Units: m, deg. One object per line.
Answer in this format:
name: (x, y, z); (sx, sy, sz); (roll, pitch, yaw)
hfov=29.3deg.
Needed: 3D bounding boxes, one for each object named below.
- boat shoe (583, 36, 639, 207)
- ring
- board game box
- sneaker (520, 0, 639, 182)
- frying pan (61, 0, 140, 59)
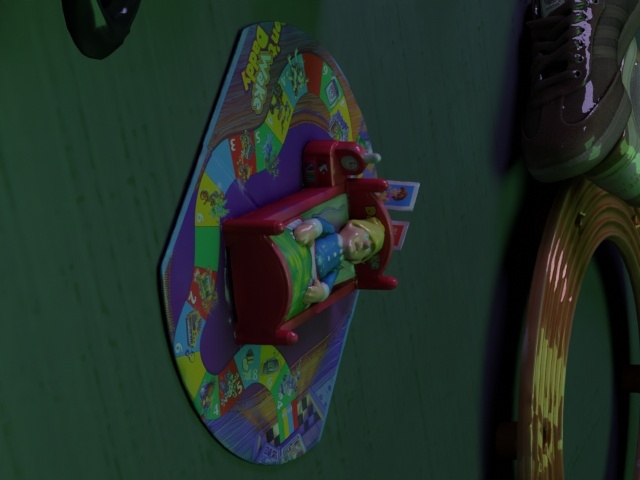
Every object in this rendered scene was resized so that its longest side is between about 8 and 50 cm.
boat shoe: (0.184, -0.078, 0.753); (0.048, 0.056, 0.153); (40, 32, -20)
ring: (0.178, 0.107, 0.803); (0.336, 0.032, 0.336); (2, 88, -63)
board game box: (0.000, 0.000, 0.462); (0.133, 0.033, 0.168); (52, 45, -50)
sneaker: (0.142, -0.114, 0.717); (0.071, 0.066, 0.188); (49, 42, -26)
frying pan: (-0.037, -0.217, 0.370); (0.197, 0.053, 0.326); (-14, 104, -62)
